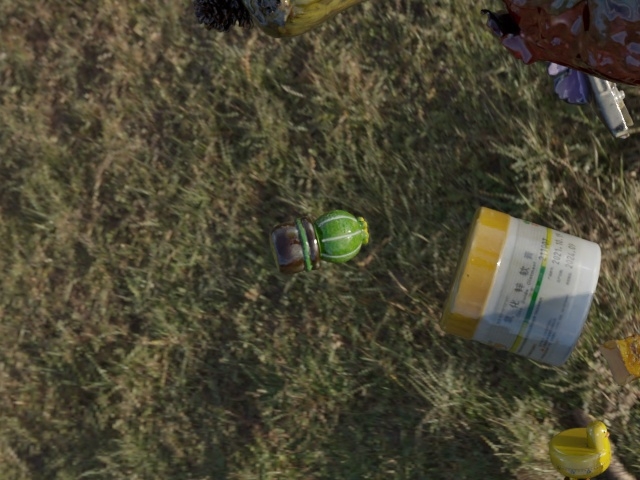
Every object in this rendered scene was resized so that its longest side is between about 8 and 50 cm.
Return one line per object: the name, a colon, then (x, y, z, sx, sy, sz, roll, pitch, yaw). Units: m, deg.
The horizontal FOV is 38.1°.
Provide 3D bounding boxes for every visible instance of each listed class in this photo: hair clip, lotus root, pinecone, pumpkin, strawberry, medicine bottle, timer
hair clip: (0.341, -0.256, 1.215, 0.106, 0.292, 0.085, -22, 27, 16)
lotus root: (0.005, -0.380, 1.266, 0.160, 0.274, 0.152, -27, 95, 52)
pinecone: (-0.130, -0.342, 1.316, 0.109, 0.102, 0.102, -20, 66, -20)
pumpkin: (0.498, 0.197, 1.518, 0.054, 0.083, 0.074, -35, 69, 43)
strawberry: (0.264, -0.256, 0.768, 0.274, 0.220, 0.274, 18, 127, 26)
medicine bottle: (0.356, 0.082, 1.665, 0.231, 0.238, 0.238, 17, 84, 8)
timer: (0.450, 0.359, 1.608, 0.107, 0.107, 0.109, -5, 109, 21)

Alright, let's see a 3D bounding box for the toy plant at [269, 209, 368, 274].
toy plant: (0.000, 0.000, 1.545, 0.162, 0.093, 0.093, -16, 70, -8)
